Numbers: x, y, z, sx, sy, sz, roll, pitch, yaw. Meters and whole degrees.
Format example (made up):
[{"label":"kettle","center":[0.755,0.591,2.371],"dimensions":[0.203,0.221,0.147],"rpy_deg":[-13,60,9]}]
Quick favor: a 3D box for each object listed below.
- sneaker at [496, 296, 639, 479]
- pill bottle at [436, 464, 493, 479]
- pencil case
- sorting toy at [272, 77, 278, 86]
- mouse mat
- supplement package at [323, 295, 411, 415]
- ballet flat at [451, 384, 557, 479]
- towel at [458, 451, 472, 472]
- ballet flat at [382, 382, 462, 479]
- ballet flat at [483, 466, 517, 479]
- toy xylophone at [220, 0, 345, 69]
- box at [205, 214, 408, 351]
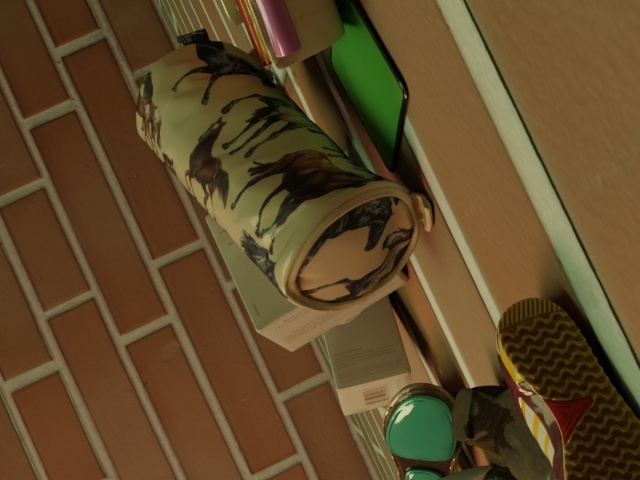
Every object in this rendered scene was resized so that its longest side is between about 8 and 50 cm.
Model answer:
[{"label":"sneaker","center":[0.180,0.129,0.582],"dimensions":[0.084,0.069,0.186],"rpy_deg":[59,-170,-71]},{"label":"pill bottle","center":[0.204,0.392,1.024],"dimensions":[0.119,0.119,0.209],"rpy_deg":[104,146,-79]},{"label":"pencil case","center":[-0.055,-0.087,0.932],"dimensions":[0.410,0.183,0.160],"rpy_deg":[45,177,41]},{"label":"sorting toy","center":[-0.074,-0.223,1.351],"dimensions":[0.075,0.044,0.083],"rpy_deg":[47,161,47]},{"label":"mouse mat","center":[0.043,-0.161,0.821],"dimensions":[0.190,0.007,0.153],"rpy_deg":[84,160,-73]},{"label":"supplement package","center":[0.058,0.137,1.188],"dimensions":[0.105,0.105,0.179],"rpy_deg":[75,180,-58]},{"label":"ballet flat","center":[0.182,0.169,0.747],"dimensions":[0.250,0.058,0.084],"rpy_deg":[146,135,-78]},{"label":"towel","center":[0.205,0.340,1.265],"dimensions":[0.237,0.021,0.102],"rpy_deg":[-122,11,-47]},{"label":"ballet flat","center":[0.142,0.267,1.139],"dimensions":[0.106,0.107,0.316],"rpy_deg":[-73,-15,-46]},{"label":"ballet flat","center":[0.225,0.326,0.934],"dimensions":[0.049,0.057,0.173],"rpy_deg":[12,133,55]},{"label":"toy xylophone","center":[-0.065,-0.290,0.834],"dimensions":[0.323,0.081,0.236],"rpy_deg":[-126,14,-72]},{"label":"box","center":[-0.017,0.011,1.055],"dimensions":[0.182,0.181,0.119],"rpy_deg":[62,-172,27]}]
